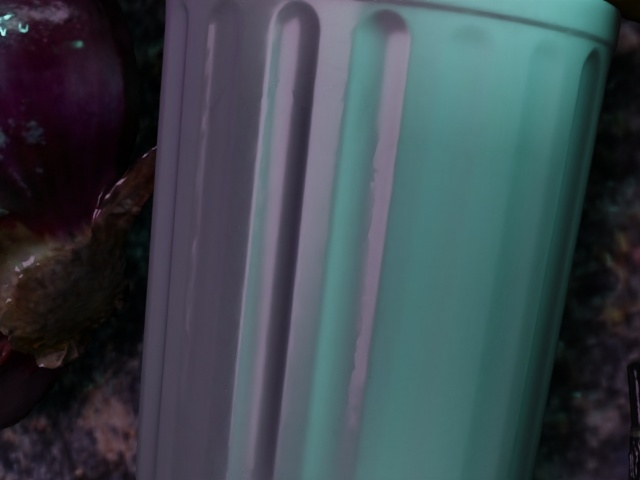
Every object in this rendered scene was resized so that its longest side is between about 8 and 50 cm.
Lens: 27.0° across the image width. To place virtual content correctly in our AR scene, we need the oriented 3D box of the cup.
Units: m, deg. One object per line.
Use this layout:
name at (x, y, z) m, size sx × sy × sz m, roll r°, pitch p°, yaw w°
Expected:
cup at (0.015, 0.002, 0.522) m, size 0.167 × 0.221 × 0.202 m, roll 7°, pitch 93°, yaw 1°

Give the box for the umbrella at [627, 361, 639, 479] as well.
umbrella at (0.130, 0.179, 0.482) m, size 0.044 × 0.044 × 0.269 m, roll -26°, pitch 60°, yaw 58°

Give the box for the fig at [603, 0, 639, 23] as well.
fig at (0.124, -0.111, 0.485) m, size 0.088 × 0.074 × 0.074 m, roll -15°, pitch 76°, yaw 56°

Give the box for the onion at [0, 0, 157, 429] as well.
onion at (-0.240, -0.064, 0.658) m, size 0.349 × 0.159 × 0.267 m, roll 45°, pitch 123°, yaw 37°
